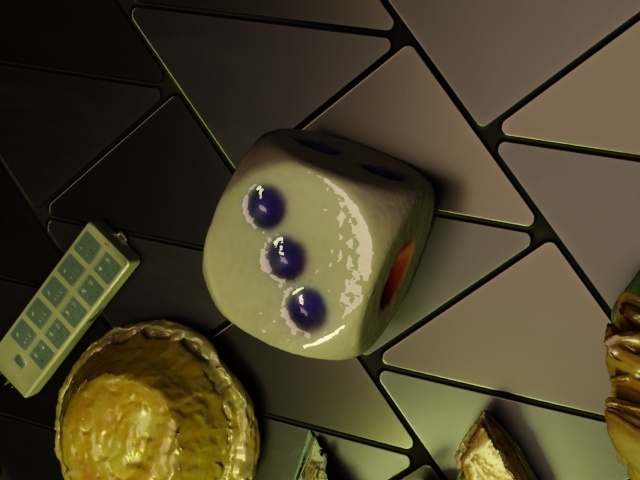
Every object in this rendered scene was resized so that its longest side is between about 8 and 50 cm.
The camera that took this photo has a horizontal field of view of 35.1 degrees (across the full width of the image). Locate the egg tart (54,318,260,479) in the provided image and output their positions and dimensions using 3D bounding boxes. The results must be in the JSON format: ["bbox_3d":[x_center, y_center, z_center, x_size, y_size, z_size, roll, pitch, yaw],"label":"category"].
[{"bbox_3d":[-0.288,0.321,1.642,0.387,0.169,0.388,0,91,21],"label":"egg tart"}]

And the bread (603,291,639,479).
[{"bbox_3d":[0.503,0.261,1.276,0.314,0.191,0.370,12,135,36],"label":"bread"}]

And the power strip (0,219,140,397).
[{"bbox_3d":[-0.445,0.125,1.737,0.106,0.043,0.367,44,109,11],"label":"power strip"}]

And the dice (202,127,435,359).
[{"bbox_3d":[0.000,0.000,1.451,0.251,0.243,0.259,24,107,16],"label":"dice"}]

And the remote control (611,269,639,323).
[{"bbox_3d":[0.557,0.154,1.350,0.335,0.065,0.128,35,110,13],"label":"remote control"}]

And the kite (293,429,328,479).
[{"bbox_3d":[0.016,0.483,1.527,0.368,0.014,0.406,-40,50,31],"label":"kite"}]

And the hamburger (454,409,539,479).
[{"bbox_3d":[0.251,0.340,1.484,0.102,0.087,0.176,-32,91,32],"label":"hamburger"}]
